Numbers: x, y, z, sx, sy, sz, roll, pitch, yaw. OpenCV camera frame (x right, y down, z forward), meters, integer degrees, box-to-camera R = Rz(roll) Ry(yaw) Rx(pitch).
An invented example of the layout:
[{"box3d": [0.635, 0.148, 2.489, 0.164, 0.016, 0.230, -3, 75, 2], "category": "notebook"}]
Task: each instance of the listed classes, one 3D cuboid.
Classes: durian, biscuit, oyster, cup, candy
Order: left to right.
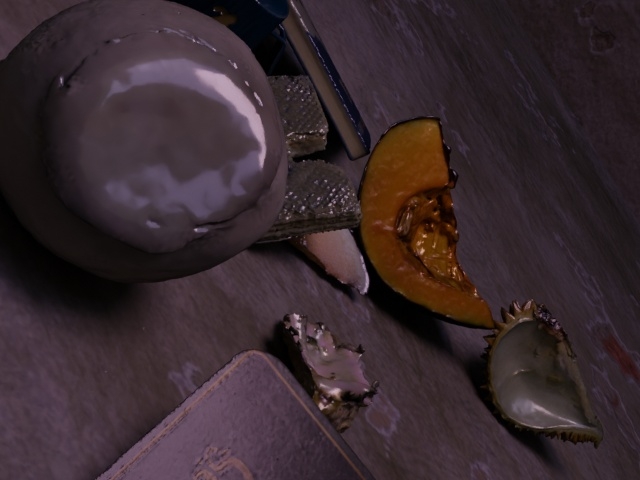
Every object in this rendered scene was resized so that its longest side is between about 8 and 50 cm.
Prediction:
[{"box3d": [-0.171, -0.093, 1.200, 0.295, 0.185, 0.296, 7, 76, -29], "category": "candy"}, {"box3d": [-0.116, -0.265, 1.606, 0.176, 0.155, 0.131, 36, 31, -34], "category": "cup"}, {"box3d": [-0.048, -0.106, 1.561, 0.147, 0.046, 0.250, -6, 51, -17], "category": "biscuit"}, {"box3d": [0.003, 0.149, 1.407, 0.132, 0.072, 0.209, 31, 13, -31], "category": "oyster"}, {"box3d": [0.308, 0.191, 1.818, 0.144, 0.139, 0.252, -42, 117, -66], "category": "durian"}]

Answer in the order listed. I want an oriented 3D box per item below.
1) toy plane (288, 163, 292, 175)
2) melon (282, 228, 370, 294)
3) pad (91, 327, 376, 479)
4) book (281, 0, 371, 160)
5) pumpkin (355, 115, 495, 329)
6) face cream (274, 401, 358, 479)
[{"box3d": [-0.123, -0.118, 1.408, 0.267, 0.088, 0.212, 13, 46, -36], "category": "toy plane"}, {"box3d": [-0.001, -0.007, 1.611, 0.182, 0.054, 0.098, 37, 36, -34], "category": "melon"}, {"box3d": [-0.078, 0.221, 1.025, 0.315, 0.063, 0.375, 50, 40, -1], "category": "pad"}, {"box3d": [-0.041, -0.317, 1.780, 0.428, 0.039, 0.300, 62, 6, -9], "category": "book"}, {"box3d": [0.105, -0.001, 1.735, 0.169, 0.148, 0.312, -21, 98, -23], "category": "pumpkin"}, {"box3d": [0.046, 0.316, 1.209, 0.349, 0.105, 0.105, 53, 24, -4], "category": "face cream"}]
